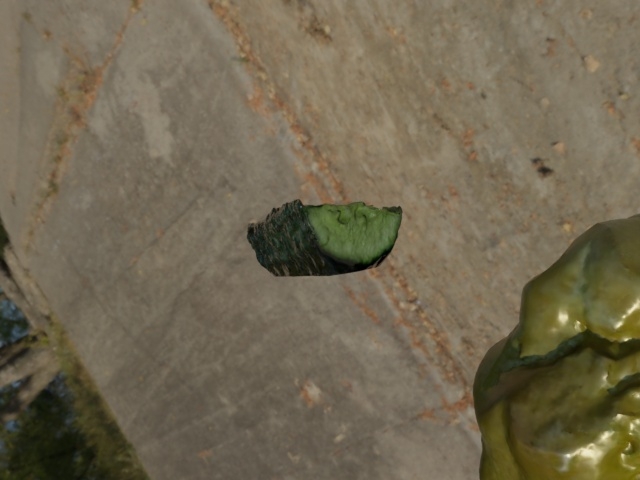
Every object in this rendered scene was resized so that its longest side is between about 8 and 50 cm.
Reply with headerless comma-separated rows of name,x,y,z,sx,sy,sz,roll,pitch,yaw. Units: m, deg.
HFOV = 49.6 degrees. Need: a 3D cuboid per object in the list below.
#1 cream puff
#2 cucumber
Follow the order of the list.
cream puff,0.284,0.130,0.456,0.257,0.324,0.291,-133,27,-61
cucumber,0.000,0.000,0.443,0.220,0.070,0.046,174,90,-77
